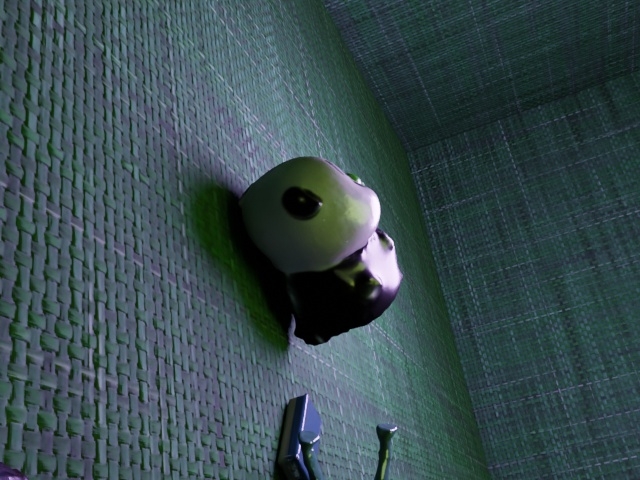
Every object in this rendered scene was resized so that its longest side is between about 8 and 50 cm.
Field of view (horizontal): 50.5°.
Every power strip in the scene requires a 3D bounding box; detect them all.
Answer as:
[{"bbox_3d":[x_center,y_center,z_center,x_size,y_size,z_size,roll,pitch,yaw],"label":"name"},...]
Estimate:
[{"bbox_3d":[-0.027,0.270,0.911,0.123,0.032,0.056,-79,147,-60],"label":"power strip"}]

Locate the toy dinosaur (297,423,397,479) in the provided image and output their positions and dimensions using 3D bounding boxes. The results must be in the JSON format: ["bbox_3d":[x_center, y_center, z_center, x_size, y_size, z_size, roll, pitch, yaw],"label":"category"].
[{"bbox_3d":[0.011,0.414,0.804,0.383,0.129,0.331,-26,119,-62],"label":"toy dinosaur"}]

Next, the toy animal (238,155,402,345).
[{"bbox_3d":[0.006,-0.006,1.024,0.212,0.212,0.266,-81,155,-59],"label":"toy animal"}]

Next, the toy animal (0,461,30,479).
[{"bbox_3d":[-0.156,0.210,0.386,0.218,0.116,0.179,67,16,9],"label":"toy animal"}]
